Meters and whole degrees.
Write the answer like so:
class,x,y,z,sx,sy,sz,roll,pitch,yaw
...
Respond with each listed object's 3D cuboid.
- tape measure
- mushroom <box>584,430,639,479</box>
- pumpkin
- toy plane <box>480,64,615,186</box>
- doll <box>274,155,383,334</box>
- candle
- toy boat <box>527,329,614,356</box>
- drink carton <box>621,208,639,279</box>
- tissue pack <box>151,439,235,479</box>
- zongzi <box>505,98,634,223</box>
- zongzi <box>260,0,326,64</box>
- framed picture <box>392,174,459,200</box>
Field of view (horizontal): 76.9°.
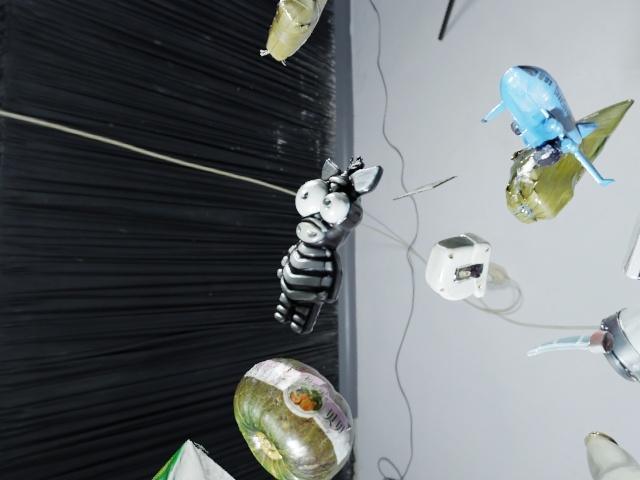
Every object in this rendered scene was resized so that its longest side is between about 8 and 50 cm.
class,x,y,z,sx,sy,sz,roll,pitch,yaw
tape measure,0.544,0.112,1.568,0.130,0.265,0.258,-129,32,-55
mushroom,0.483,0.396,0.633,0.097,0.351,0.109,-30,70,16
pumpkin,-0.044,0.355,0.813,0.260,0.189,0.260,23,127,34
toy plane,0.351,-0.192,0.636,0.105,0.271,0.254,-46,45,38
doll,0.000,0.000,0.473,0.091,0.067,0.219,21,91,44
candle,0.972,0.247,1.094,0.342,0.221,0.221,-52,52,46
toy boat,0.417,0.174,0.682,0.122,0.096,0.034,-19,76,45
drink carton,0.595,0.014,0.589,0.222,0.102,0.134,17,105,31
tissue pack,-0.131,0.305,0.300,0.209,0.148,0.156,-47,5,-8
zongzi,0.544,-0.170,0.877,0.125,0.251,0.274,42,138,-11
zongzi,-0.045,-0.495,0.902,0.178,0.081,0.189,-55,13,-20
framed picture,0.415,-0.209,1.585,0.199,0.195,0.010,-14,99,50
